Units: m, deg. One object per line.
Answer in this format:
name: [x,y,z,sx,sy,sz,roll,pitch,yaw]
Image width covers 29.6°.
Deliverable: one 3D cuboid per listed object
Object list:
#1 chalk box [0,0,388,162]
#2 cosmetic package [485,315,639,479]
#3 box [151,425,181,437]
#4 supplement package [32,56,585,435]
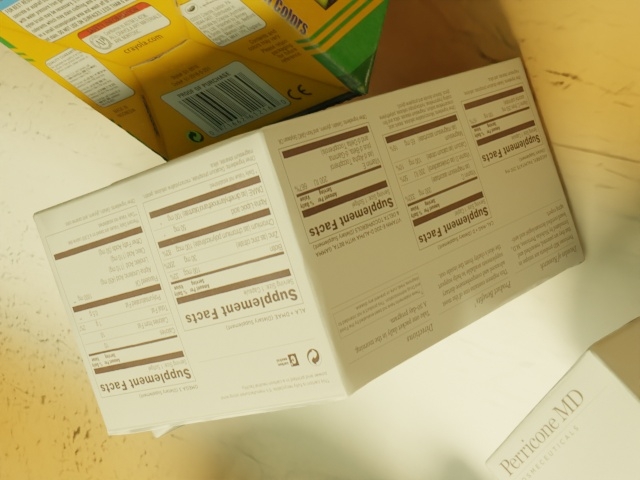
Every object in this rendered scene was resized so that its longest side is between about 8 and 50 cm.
chalk box: [-0.062,-0.227,0.748,0.180,0.179,0.289,-16,50,41]
cosmetic package: [0.216,0.169,0.691,0.231,0.085,0.117,47,127,19]
box: [-0.101,0.085,0.975,0.087,0.101,0.102,-37,80,41]
supplement package: [0.000,0.000,0.754,0.204,0.262,0.145,-16,94,42]
